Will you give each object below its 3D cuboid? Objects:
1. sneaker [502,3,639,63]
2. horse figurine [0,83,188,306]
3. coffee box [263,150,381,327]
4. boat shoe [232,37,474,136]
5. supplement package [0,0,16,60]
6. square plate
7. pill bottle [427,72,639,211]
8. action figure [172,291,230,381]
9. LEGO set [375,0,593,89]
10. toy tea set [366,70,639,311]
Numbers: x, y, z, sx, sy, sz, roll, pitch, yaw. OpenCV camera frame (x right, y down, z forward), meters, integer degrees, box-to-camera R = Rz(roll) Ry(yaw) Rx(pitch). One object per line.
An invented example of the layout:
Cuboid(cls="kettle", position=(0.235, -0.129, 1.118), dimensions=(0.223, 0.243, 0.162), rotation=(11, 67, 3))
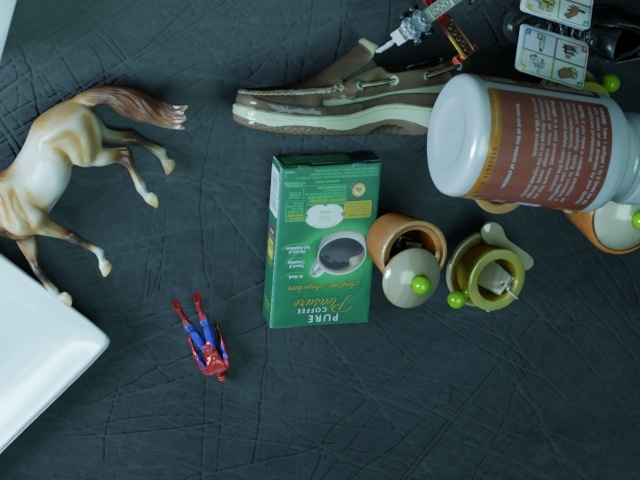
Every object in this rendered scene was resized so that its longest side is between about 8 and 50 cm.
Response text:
Cuboid(cls="sneaker", position=(0.279, -0.212, 1.830), dimensions=(0.170, 0.089, 0.051), rotation=(-2, 114, -16))
Cuboid(cls="horse figurine", position=(-0.247, -0.057, 1.741), dimensions=(0.174, 0.066, 0.263), rotation=(39, 88, -26))
Cuboid(cls="coffee box", position=(0.000, 0.000, 1.867), dimensions=(0.113, 0.040, 0.184), rotation=(-5, 114, -17))
Cuboid(cls="boat shoe", position=(0.036, -0.156, 1.790), dimensions=(0.257, 0.095, 0.095), rotation=(-2, 100, -23))
Cuboid(cls="supplement package", position=(-0.330, -0.239, 1.623), dimensions=(0.105, 0.105, 0.179), rotation=(11, 109, -22))
Cuboid(cls="square plate", position=(-0.448, 0.112, 1.777), dimensions=(0.344, 0.049, 0.347), rotation=(-44, 118, 6))
Cuboid(cls="pill bottle", position=(0.223, -0.091, 1.758), dimensions=(0.216, 0.121, 0.121), rotation=(7, 111, -20))
Cuboid(cls="action figure", position=(-0.121, 0.105, 1.885), dimensions=(0.038, 0.030, 0.115), rotation=(-21, 123, -1))
Cuboid(cls="LEGO set", position=(0.155, -0.258, 1.777), dimensions=(0.244, 0.060, 0.183), rotation=(13, 76, -20))
Cuboid(cls="toy tea set", position=(0.214, -0.020, 1.855), dimensions=(0.336, 0.124, 0.200), rotation=(-37, 120, -8))
